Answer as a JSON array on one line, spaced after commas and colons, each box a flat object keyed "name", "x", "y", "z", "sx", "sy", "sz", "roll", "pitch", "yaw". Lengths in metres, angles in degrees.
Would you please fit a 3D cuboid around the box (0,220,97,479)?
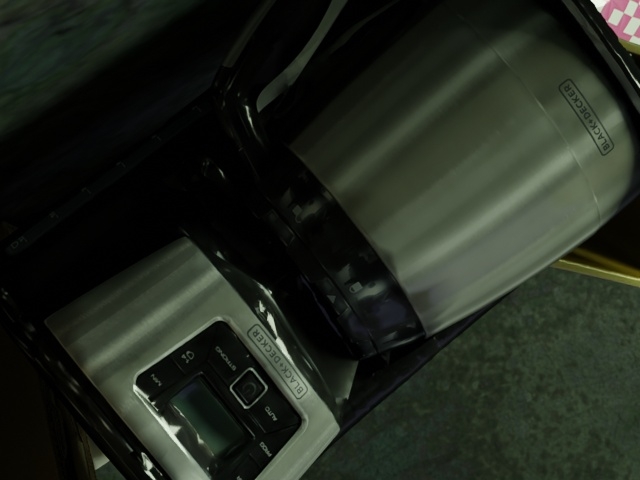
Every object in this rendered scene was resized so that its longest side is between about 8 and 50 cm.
[{"name": "box", "x": -0.157, "y": 0.110, "z": 0.639, "sx": 0.201, "sy": 0.164, "sz": 0.021, "roll": -34, "pitch": 144, "yaw": 22}]

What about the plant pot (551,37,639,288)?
[{"name": "plant pot", "x": 0.091, "y": -0.037, "z": 0.681, "sx": 0.081, "sy": 0.081, "sz": 0.083, "roll": 13, "pitch": -169, "yaw": -29}]

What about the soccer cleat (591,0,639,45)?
[{"name": "soccer cleat", "x": 0.155, "y": -0.076, "z": 0.819, "sx": 0.331, "sy": 0.143, "sz": 0.116, "roll": -29, "pitch": 176, "yaw": -39}]

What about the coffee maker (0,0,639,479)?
[{"name": "coffee maker", "x": 0.000, "y": 0.000, "z": 0.565, "sx": 0.178, "sy": 0.120, "sz": 0.171, "roll": -38, "pitch": 175, "yaw": -5}]

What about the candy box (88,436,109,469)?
[{"name": "candy box", "x": -0.084, "y": 0.040, "z": 0.780, "sx": 0.165, "sy": 0.070, "sz": 0.196, "roll": -30, "pitch": -178, "yaw": -34}]
